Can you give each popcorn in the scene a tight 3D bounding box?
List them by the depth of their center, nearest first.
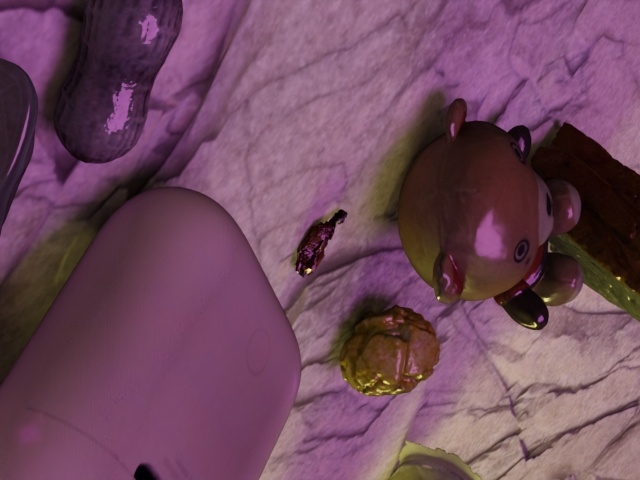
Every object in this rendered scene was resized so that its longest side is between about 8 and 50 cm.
[{"bbox_3d":[0.080,0.127,1.669,0.120,0.116,0.106,-15,113,7],"label":"popcorn"}]

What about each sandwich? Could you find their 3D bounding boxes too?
[{"bbox_3d":[0.404,0.010,1.863,0.131,0.262,0.325,-49,152,1],"label":"sandwich"}]

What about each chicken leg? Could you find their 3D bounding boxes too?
[{"bbox_3d":[-0.002,0.001,1.482,0.036,0.021,0.083,30,90,-52],"label":"chicken leg"}]

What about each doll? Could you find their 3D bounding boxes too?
[{"bbox_3d":[0.190,-0.023,1.611,0.330,0.174,0.235,27,67,-64],"label":"doll"}]

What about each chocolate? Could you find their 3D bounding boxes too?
[{"bbox_3d":[-0.151,-0.133,1.053,0.072,0.072,0.167,-11,132,-53],"label":"chocolate"}]

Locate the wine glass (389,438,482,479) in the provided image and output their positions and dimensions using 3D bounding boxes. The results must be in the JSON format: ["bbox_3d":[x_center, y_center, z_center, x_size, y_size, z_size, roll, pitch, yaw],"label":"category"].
[{"bbox_3d":[0.081,0.457,1.901,0.323,0.238,0.238,-42,151,-40],"label":"wine glass"}]

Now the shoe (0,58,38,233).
[{"bbox_3d":[-0.252,-0.042,1.014,0.078,0.079,0.195,-88,-164,-76],"label":"shoe"}]

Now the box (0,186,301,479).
[{"bbox_3d":[-0.144,0.150,1.191,0.349,0.141,0.289,-63,147,-32],"label":"box"}]
